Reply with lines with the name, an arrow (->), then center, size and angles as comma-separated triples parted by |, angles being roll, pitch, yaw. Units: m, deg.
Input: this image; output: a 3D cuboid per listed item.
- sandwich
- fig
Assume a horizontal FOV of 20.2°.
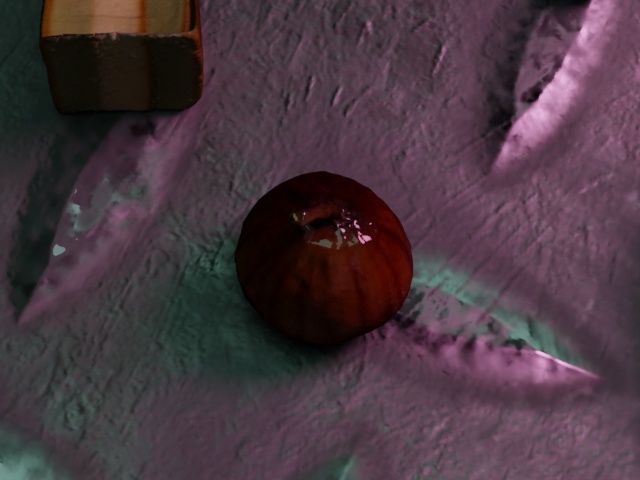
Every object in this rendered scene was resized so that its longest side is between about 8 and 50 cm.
sandwich -> -0.147, -0.197, 1.336 | 0.117, 0.144, 0.187 | -2, 67, -6
fig -> -0.006, 0.003, 1.267 | 0.128, 0.150, 0.128 | -23, 41, 22
